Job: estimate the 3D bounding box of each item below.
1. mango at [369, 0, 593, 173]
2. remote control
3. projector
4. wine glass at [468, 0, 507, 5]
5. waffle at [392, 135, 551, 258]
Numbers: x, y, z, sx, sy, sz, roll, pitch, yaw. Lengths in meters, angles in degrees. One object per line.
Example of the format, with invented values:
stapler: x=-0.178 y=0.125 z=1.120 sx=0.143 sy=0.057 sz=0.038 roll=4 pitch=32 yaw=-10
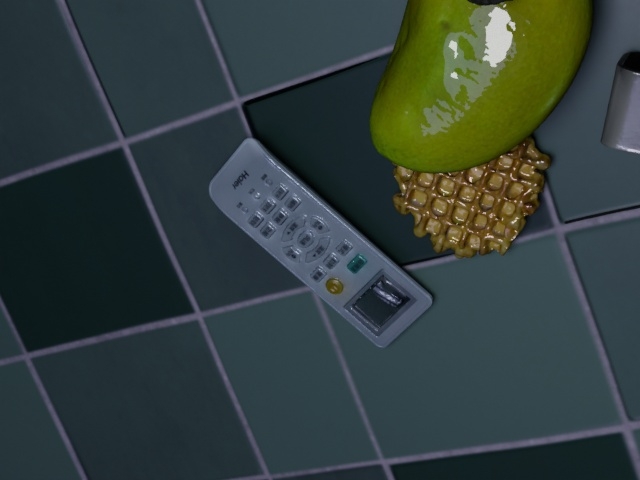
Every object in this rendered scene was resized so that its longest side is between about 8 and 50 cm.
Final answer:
mango: x=0.164 y=-0.187 z=1.114 sx=0.185 sy=0.149 sz=0.273 roll=22 pitch=107 yaw=14
remote control: x=0.000 y=0.001 z=1.339 sx=0.293 sy=0.051 sz=0.103 roll=43 pitch=123 yaw=-2
projector: x=0.330 y=-0.134 z=1.108 sx=0.083 sy=0.083 sz=0.082 roll=15 pitch=117 yaw=18
wine glass: x=0.118 y=-0.437 z=0.944 sx=0.267 sy=0.267 sz=0.406 roll=-42 pitch=72 yaw=32
waffle: x=0.161 y=-0.068 z=1.241 sx=0.191 sy=0.038 sz=0.191 roll=9 pitch=114 yaw=20
